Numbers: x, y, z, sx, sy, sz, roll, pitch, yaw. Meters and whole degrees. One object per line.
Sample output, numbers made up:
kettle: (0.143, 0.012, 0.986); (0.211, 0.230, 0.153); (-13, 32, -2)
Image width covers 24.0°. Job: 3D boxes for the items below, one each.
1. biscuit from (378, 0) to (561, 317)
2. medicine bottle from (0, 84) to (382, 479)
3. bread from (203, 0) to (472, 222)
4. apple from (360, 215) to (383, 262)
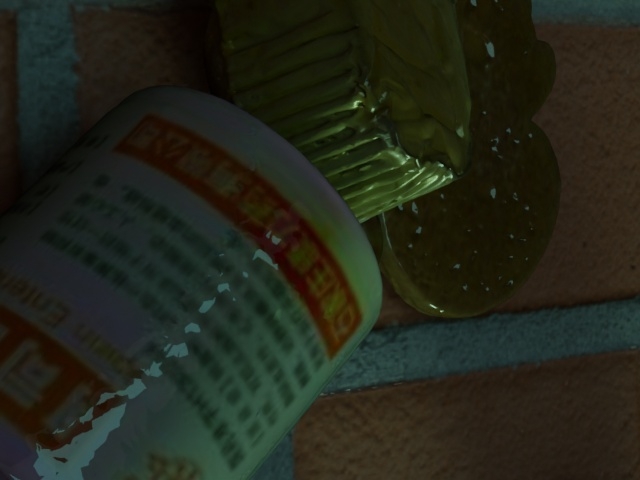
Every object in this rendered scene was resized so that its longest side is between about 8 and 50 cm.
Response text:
biscuit: (0.110, -0.084, 1.179); (0.202, 0.044, 0.288); (-1, 89, -38)
medicine bottle: (-0.155, 0.106, 0.876); (0.388, 0.219, 0.219); (-48, 117, -25)
bread: (0.008, -0.133, 1.008); (0.179, 0.133, 0.250); (17, 58, -54)
apple: (0.000, 0.000, 1.078); (0.089, 0.074, 0.089); (-2, 93, -35)
